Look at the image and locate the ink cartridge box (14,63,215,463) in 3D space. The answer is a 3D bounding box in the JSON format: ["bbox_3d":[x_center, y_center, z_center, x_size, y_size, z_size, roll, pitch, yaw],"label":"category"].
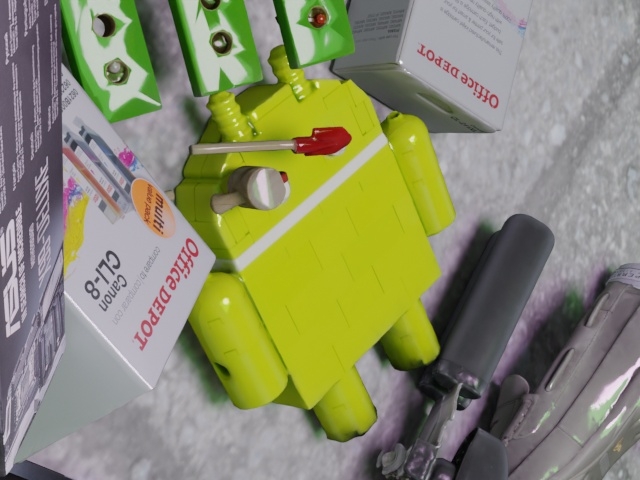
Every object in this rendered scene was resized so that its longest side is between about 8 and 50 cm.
[{"bbox_3d":[-0.161,0.002,0.577,0.176,0.127,0.128,53,25,-19],"label":"ink cartridge box"}]

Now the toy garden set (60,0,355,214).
[{"bbox_3d":[-0.093,-0.087,0.707,0.244,0.049,0.203,-20,104,-26],"label":"toy garden set"}]

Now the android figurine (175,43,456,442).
[{"bbox_3d":[0.000,0.000,0.830,0.248,0.056,0.272,-40,120,-35],"label":"android figurine"}]

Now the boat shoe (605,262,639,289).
[{"bbox_3d":[0.366,0.158,1.159,0.335,0.121,0.119,40,73,-25],"label":"boat shoe"}]

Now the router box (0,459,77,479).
[{"bbox_3d":[-0.239,0.207,0.592,0.309,0.081,0.243,35,68,-39],"label":"router box"}]

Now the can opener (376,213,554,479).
[{"bbox_3d":[0.122,0.110,0.928,0.093,0.074,0.280,26,66,-3],"label":"can opener"}]

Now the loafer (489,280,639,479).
[{"bbox_3d":[0.188,0.164,0.987,0.319,0.111,0.112,-43,145,-17],"label":"loafer"}]

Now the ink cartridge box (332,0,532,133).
[{"bbox_3d":[0.093,-0.183,0.895,0.127,0.072,0.175,26,74,-42],"label":"ink cartridge box"}]

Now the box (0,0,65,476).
[{"bbox_3d":[-0.212,-0.061,0.393,0.076,0.243,0.307,-75,178,-46],"label":"box"}]
